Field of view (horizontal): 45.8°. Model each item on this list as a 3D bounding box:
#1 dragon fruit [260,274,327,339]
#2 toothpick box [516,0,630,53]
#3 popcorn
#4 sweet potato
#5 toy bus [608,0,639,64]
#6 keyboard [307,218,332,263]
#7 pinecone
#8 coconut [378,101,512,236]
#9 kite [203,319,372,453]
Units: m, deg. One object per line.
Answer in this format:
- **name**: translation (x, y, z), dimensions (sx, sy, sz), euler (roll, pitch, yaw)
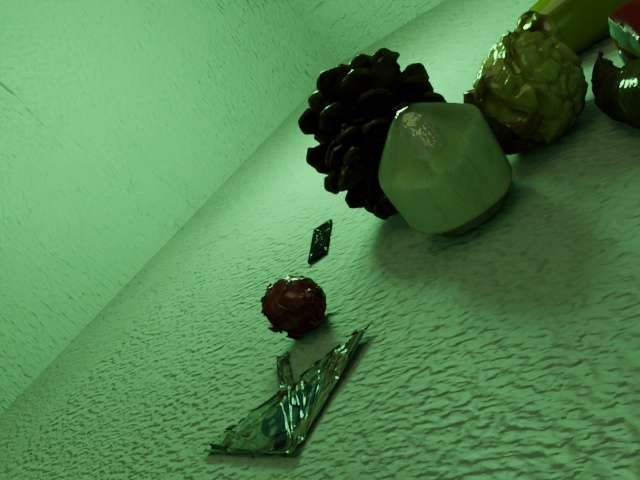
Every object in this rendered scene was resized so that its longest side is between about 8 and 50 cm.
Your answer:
- **dragon fruit**: translation (-0.045, 0.132, 1.549), dimensions (0.166, 0.133, 0.136), euler (-22, 66, 46)
- **toothpick box**: translation (0.611, -0.542, 1.819), dimensions (0.271, 0.175, 0.175), euler (-35, 17, 23)
- **popcorn**: translation (0.424, -0.321, 1.560), dimensions (0.265, 0.225, 0.332), euler (114, 176, -58)
- **sweet potato**: translation (0.555, -0.263, 1.315), dimensions (0.130, 0.130, 0.423), euler (-36, 12, 9)
- **toy bus**: translation (0.642, -0.398, 1.469), dimensions (0.121, 0.120, 0.265), euler (-32, 19, 18)
- **keyboard**: translation (0.000, 0.000, 1.966), dimensions (0.061, 0.013, 0.204), euler (-33, 18, 18)
- **pinecone**: translation (0.142, -0.219, 1.717), dimensions (0.384, 0.384, 0.384), euler (-35, 18, 13)
- **coconut**: translation (0.227, -0.147, 1.446), dimensions (0.237, 0.266, 0.237), euler (-28, 26, 14)
- **kite**: translation (-0.057, 0.284, 1.367), dimensions (0.406, 0.014, 0.368), euler (-38, 16, 6)
